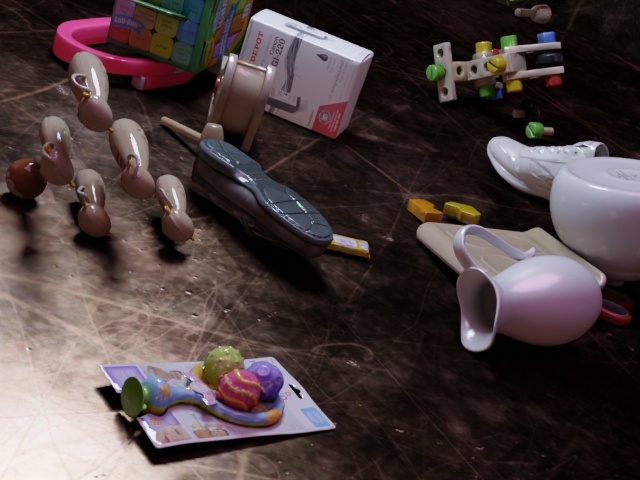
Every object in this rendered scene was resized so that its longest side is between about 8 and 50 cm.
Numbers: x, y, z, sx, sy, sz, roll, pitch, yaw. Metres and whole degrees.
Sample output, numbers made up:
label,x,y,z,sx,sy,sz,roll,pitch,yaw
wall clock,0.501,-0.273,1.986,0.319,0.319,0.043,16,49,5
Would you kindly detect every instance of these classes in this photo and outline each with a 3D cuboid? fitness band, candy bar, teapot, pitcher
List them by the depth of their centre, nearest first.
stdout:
label,x,y,z,sx,sy,sz,roll,pitch,yaw
pitcher,0.279,0.060,1.669,0.207,0.125,0.178,-2,73,-33
candy bar,0.000,0.000,1.749,0.161,0.018,0.040,12,29,-17
teapot,0.477,-0.019,1.936,0.252,0.187,0.256,14,22,25
fitness band,-0.341,-0.336,2.157,0.209,0.054,0.291,28,24,23

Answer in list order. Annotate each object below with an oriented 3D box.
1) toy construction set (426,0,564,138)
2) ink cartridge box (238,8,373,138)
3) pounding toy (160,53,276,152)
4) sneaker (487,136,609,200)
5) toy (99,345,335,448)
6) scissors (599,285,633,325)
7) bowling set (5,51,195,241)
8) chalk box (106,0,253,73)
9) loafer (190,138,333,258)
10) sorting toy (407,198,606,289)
label,x,y,z,sx,sy,sz,roll,pitch,yaw
toy construction set,0.361,-0.399,2.547,0.237,0.309,0.257,-1,23,-30
ink cartridge box,-0.037,-0.299,2.174,0.217,0.159,0.092,24,25,9
pounding toy,-0.165,-0.242,1.963,0.154,0.154,0.269,16,24,-10
sneaker,0.444,-0.134,2.206,0.305,0.152,0.114,33,30,30
toy,-0.102,0.154,1.305,0.237,0.056,0.137,-2,33,-39
scissors,0.348,0.069,1.876,0.297,0.021,0.109,17,25,-3
bowling set,-0.298,-0.073,1.549,0.287,0.200,0.154,55,7,-37
chalk box,-0.245,-0.409,2.098,0.180,0.179,0.289,22,25,9
loafer,-0.087,-0.045,1.715,0.096,0.084,0.267,-2,35,-49
sorting toy,0.269,0.012,1.890,0.229,0.041,0.307,1,23,-26
